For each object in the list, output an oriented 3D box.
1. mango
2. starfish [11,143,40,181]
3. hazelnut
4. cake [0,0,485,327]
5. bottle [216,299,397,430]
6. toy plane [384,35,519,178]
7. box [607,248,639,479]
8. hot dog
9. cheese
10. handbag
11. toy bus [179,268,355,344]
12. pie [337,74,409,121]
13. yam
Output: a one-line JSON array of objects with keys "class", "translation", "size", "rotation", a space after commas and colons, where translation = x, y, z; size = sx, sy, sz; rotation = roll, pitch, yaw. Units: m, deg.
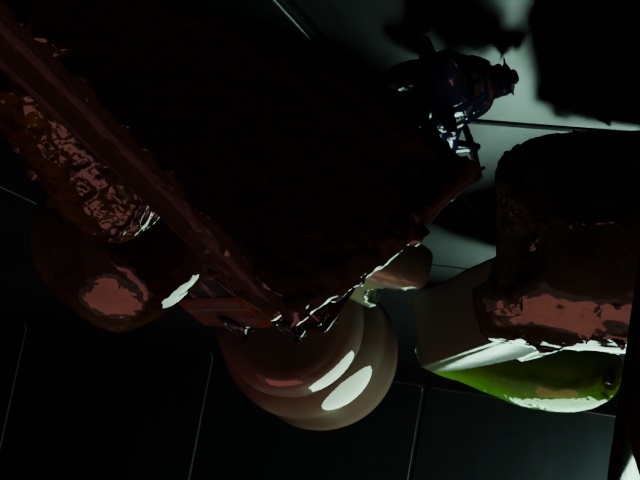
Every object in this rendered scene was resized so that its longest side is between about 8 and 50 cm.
[{"class": "mango", "translation": [0.214, 0.124, 1.421], "size": [0.232, 0.111, 0.125], "rotation": [6, 165, 30]}, {"class": "starfish", "translation": [-0.103, -0.063, 0.903], "size": [0.209, 0.053, 0.150], "rotation": [2, 175, 15]}, {"class": "hazelnut", "translation": [-0.147, -0.002, 1.018], "size": [0.143, 0.143, 0.154], "rotation": [19, 156, -41]}, {"class": "cake", "translation": [-0.081, -0.058, 0.607], "size": [0.295, 0.113, 0.116], "rotation": [33, 163, -9]}, {"class": "bottle", "translation": [-0.029, 0.091, 1.344], "size": [0.206, 0.173, 0.297], "rotation": [43, 178, 14]}, {"class": "toy plane", "translation": [0.070, -0.065, 0.675], "size": [0.062, 0.054, 0.167], "rotation": [-16, 168, 2]}, {"class": "box", "translation": [0.270, 0.023, 0.415], "size": [0.339, 0.239, 0.229], "rotation": [8, 167, 16]}, {"class": "hot dog", "translation": [-0.147, -0.062, 0.793], "size": [0.099, 0.065, 0.147], "rotation": [2, 140, 36]}, {"class": "cheese", "translation": [0.000, 0.001, 1.110], "size": [0.235, 0.050, 0.127], "rotation": [26, 164, -32]}, {"class": "handbag", "translation": [0.208, 0.051, 1.089], "size": [0.219, 0.079, 0.256], "rotation": [-5, 169, -18]}, {"class": "toy bus", "translation": [-0.057, 0.031, 1.073], "size": [0.096, 0.073, 0.235], "rotation": [38, 160, -20]}, {"class": "pie", "translation": [-0.018, -0.070, 0.760], "size": [0.154, 0.036, 0.154], "rotation": [9, 171, 1]}, {"class": "yam", "translation": [0.207, 0.004, 0.689], "size": [0.238, 0.128, 0.129], "rotation": [1, 133, 22]}]
